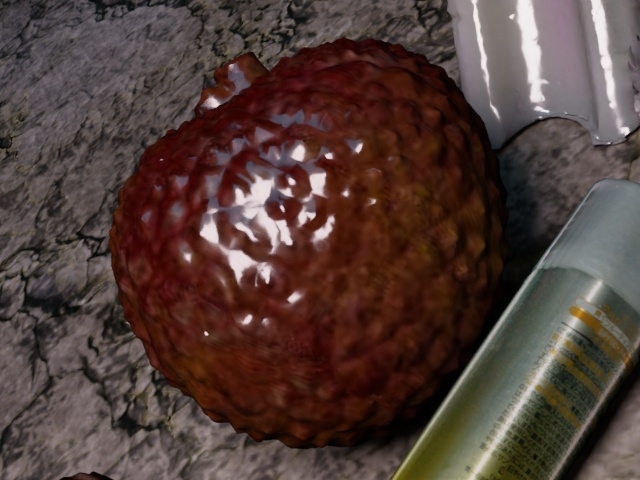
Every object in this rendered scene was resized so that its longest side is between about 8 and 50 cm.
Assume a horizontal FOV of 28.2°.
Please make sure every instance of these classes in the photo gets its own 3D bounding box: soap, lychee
[{"bbox_3d":[0.214,-0.224,1.006,0.159,0.258,0.302,-6,93,36],"label":"soap"},{"bbox_3d":[0.000,0.000,0.802,0.261,0.260,0.260,-23,40,21],"label":"lychee"}]

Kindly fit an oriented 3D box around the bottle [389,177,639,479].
[{"bbox_3d":[0.119,0.093,0.728,0.082,0.082,0.286,18,65,48],"label":"bottle"}]

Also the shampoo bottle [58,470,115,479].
[{"bbox_3d":[-0.068,0.235,0.740,0.323,0.084,0.129,13,71,46],"label":"shampoo bottle"}]
